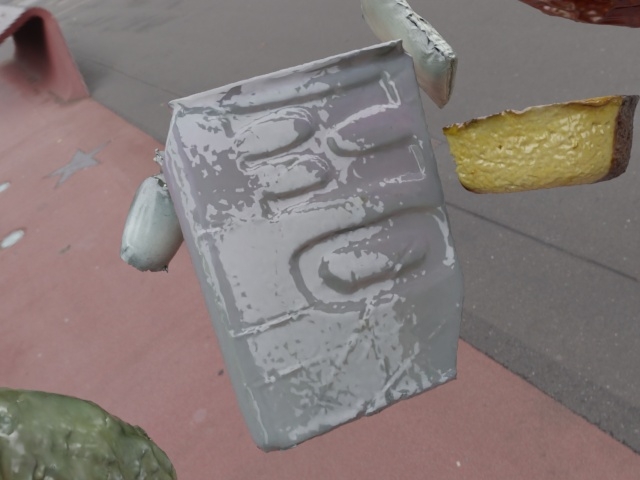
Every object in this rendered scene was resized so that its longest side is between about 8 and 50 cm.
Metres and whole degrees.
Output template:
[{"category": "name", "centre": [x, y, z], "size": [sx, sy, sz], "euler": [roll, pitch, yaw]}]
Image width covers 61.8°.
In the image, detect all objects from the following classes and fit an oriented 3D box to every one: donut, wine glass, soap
[{"category": "donut", "centre": [0.246, -0.097, 0.562], "size": [0.217, 0.085, 0.141], "euler": [-9, 6, -24]}, {"category": "wine glass", "centre": [-0.278, -0.049, 0.944], "size": [0.111, 0.111, 0.205], "euler": [43, 112, 52]}, {"category": "soap", "centre": [0.000, 0.000, 0.718], "size": [0.349, 0.436, 0.213], "euler": [-15, 3, -14]}]

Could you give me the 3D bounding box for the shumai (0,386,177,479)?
[{"category": "shumai", "centre": [-0.203, 0.211, 0.298], "size": [0.221, 0.261, 0.225], "euler": [-12, 38, 22]}]

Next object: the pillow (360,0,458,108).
[{"category": "pillow", "centre": [0.129, -0.311, 0.812], "size": [0.050, 0.128, 0.229], "euler": [-32, 74, -7]}]

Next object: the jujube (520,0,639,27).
[{"category": "jujube", "centre": [0.272, -0.308, 0.545], "size": [0.236, 0.168, 0.168], "euler": [26, 47, -2]}]
